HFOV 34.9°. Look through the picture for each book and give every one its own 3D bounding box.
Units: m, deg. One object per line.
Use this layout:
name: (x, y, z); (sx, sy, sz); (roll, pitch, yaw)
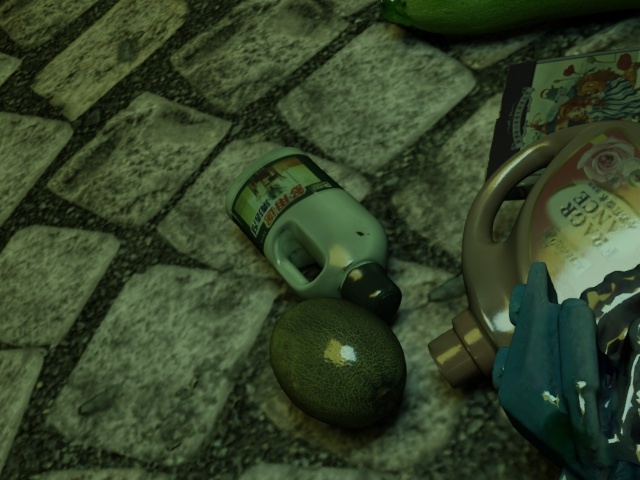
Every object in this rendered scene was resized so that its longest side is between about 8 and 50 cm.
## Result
book: (0.265, -0.109, 0.892); (0.231, 0.026, 0.157); (-3, 52, 28)

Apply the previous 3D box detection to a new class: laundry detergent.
laundry detergent: (0.000, 0.000, 0.924); (0.099, 0.070, 0.225); (-33, 44, -10)
laundry detergent: (0.177, 0.007, 0.801); (0.237, 0.076, 0.171); (-32, 54, 6)

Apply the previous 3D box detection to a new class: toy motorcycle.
toy motorcycle: (0.123, 0.192, 0.612); (0.232, 0.172, 0.416); (7, 66, 27)

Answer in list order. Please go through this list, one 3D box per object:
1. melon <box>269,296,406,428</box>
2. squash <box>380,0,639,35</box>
melon: (0.013, 0.095, 0.814); (0.098, 0.098, 0.131); (-45, 36, -10)
squash: (0.237, -0.265, 0.985); (0.395, 0.107, 0.107); (-3, 52, 29)
